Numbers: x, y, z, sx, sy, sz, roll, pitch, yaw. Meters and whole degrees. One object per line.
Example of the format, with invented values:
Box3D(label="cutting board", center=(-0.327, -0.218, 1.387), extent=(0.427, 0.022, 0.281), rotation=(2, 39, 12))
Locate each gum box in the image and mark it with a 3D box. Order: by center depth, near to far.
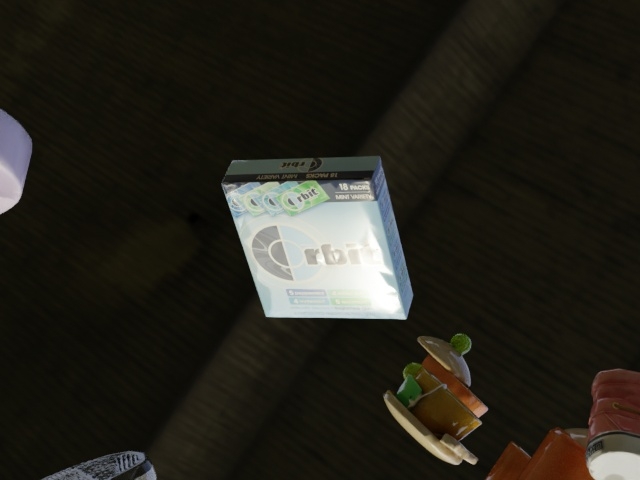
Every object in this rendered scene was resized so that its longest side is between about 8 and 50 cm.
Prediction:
Box3D(label="gum box", center=(0.000, 0.000, 1.352), extent=(0.157, 0.184, 0.041), rotation=(0, -139, 20))

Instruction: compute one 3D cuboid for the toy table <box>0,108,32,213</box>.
Box3D(label="toy table", center=(-0.276, 0.013, 0.710), extent=(0.274, 0.252, 0.160), rotation=(-12, -117, 51))

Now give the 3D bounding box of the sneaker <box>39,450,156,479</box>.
Box3D(label="sneaker", center=(-0.250, 0.327, 1.184), extent=(0.296, 0.178, 0.124), rotation=(-29, -168, -10))

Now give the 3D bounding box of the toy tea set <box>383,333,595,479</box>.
Box3D(label="toy tea set", center=(0.173, 0.166, 1.113), extent=(0.124, 0.200, 0.336), rotation=(-47, -132, 0))

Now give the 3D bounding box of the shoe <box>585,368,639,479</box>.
Box3D(label="shoe", center=(0.277, 0.151, 0.968), extent=(0.063, 0.178, 0.081), rotation=(117, -11, -47))
